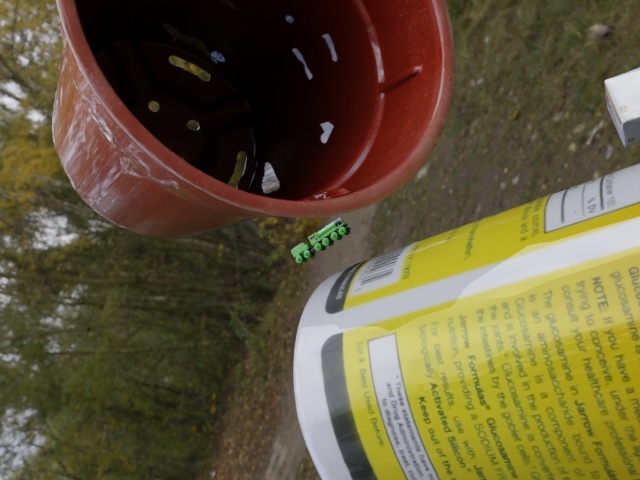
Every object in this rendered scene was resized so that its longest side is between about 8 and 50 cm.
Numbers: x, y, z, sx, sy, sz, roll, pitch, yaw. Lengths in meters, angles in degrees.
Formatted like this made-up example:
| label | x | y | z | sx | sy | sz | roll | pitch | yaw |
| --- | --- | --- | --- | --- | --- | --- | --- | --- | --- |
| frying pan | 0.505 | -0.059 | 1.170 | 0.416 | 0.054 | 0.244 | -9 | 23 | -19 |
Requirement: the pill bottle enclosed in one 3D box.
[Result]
| label | x | y | z | sx | sy | sz | roll | pitch | yaw |
| --- | --- | --- | --- | --- | --- | --- | --- | --- | --- |
| pill bottle | 0.166 | 0.061 | 0.395 | 0.334 | 0.188 | 0.188 | -21 | 38 | 31 |

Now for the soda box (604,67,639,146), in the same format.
| label | x | y | z | sx | sy | sz | roll | pitch | yaw |
| --- | --- | --- | --- | --- | --- | --- | --- | --- | --- |
| soda box | 0.483 | -0.199 | 0.868 | 0.069 | 0.216 | 0.074 | 39 | -144 | -56 |

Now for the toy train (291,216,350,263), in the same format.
| label | x | y | z | sx | sy | sz | roll | pitch | yaw |
| --- | --- | --- | --- | --- | --- | --- | --- | --- | --- |
| toy train | 0.000 | 0.000 | 0.813 | 0.083 | 0.023 | 0.017 | -34 | -16 | 23 |

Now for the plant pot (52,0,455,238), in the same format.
| label | x | y | z | sx | sy | sz | roll | pitch | yaw |
| --- | --- | --- | --- | --- | --- | --- | --- | --- | --- |
| plant pot | -0.085 | -0.123 | 0.536 | 0.265 | 0.272 | 0.272 | -21 | 48 | 59 |
